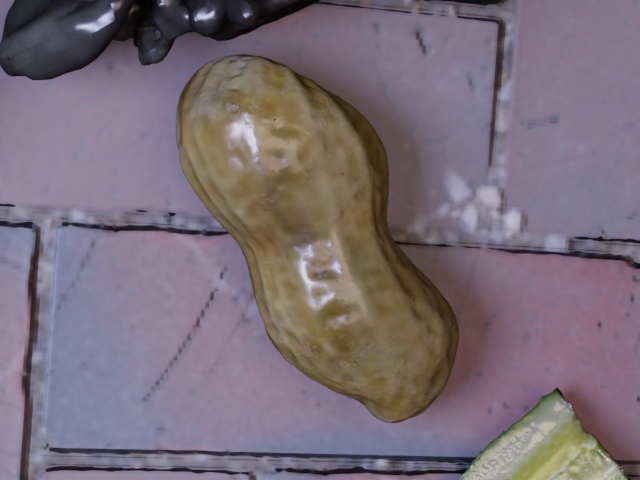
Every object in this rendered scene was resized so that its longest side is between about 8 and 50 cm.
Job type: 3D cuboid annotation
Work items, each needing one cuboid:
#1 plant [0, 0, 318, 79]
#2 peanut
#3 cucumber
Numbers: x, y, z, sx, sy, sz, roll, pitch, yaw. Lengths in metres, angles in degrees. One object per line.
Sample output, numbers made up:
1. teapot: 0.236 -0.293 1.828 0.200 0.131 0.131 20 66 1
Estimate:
1. plant: -0.030 -0.189 0.819 0.276 0.199 0.188 -23 94 -20
2. peanut: 0.002 -0.001 0.894 0.089 0.089 0.193 -30 106 -15
3. cucumber: 0.095 0.131 0.956 0.107 0.035 0.067 -39 86 -12
